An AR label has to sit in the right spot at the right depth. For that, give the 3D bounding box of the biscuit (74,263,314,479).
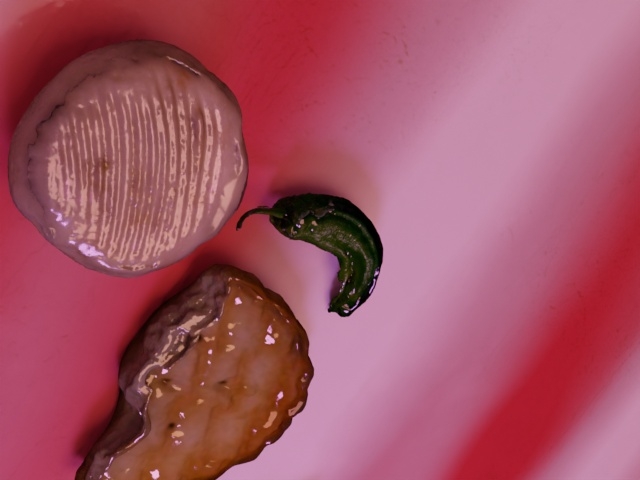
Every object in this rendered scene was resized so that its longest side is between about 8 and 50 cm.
[{"bbox_3d":[-0.164,0.191,1.168,0.335,0.078,0.329,-30,133,-16],"label":"biscuit"}]

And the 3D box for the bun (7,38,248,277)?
[{"bbox_3d":[-0.187,-0.084,0.939,0.239,0.141,0.239,-13,117,-27],"label":"bun"}]

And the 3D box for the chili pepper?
[{"bbox_3d":[0.000,0.000,1.169,0.122,0.065,0.279,-50,137,-4],"label":"chili pepper"}]
